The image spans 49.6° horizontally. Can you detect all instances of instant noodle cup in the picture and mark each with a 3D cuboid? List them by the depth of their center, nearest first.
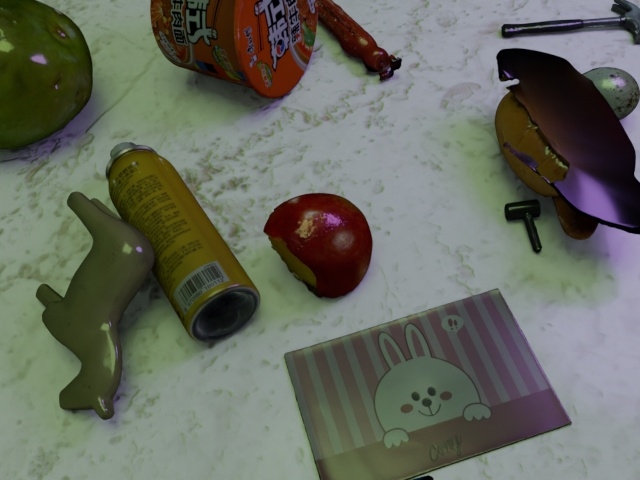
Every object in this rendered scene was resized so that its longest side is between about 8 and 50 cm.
[{"bbox_3d":[-0.144,-0.375,1.144,0.192,0.250,0.250,15,56,25],"label":"instant noodle cup"}]

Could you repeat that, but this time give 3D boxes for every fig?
[{"bbox_3d":[-0.505,-0.233,1.118,0.233,0.233,0.314,39,108,28],"label":"fig"}]

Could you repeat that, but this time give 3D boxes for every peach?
[{"bbox_3d":[0.003,-0.006,0.919,0.151,0.118,0.151,5,59,-8],"label":"peach"}]

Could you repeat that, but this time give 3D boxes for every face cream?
[{"bbox_3d":[-0.209,-0.020,0.957,0.105,0.105,0.349,-29,56,-16],"label":"face cream"}]

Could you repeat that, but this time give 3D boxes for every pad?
[{"bbox_3d":[0.122,0.178,0.841,0.299,0.005,0.202,-15,53,-7],"label":"pad"}]

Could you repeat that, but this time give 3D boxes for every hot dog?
[{"bbox_3d":[0.327,-0.122,0.982,0.193,0.107,0.326,7,53,-6],"label":"hot dog"}]

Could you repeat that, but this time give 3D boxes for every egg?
[{"bbox_3d":[0.434,-0.225,1.069,0.110,0.085,0.085,14,55,29],"label":"egg"}]

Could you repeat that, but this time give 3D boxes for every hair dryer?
[{"bbox_3d":[0.290,-0.018,0.966,0.047,0.026,0.083,-9,60,1],"label":"hair dryer"}]

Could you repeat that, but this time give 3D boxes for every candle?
[{"bbox_3d":[0.033,-0.392,1.254,0.051,0.048,0.329,-19,52,-26],"label":"candle"}]

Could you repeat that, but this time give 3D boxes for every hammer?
[{"bbox_3d":[0.444,-0.386,1.226,0.246,0.029,0.103,-2,53,5],"label":"hammer"}]

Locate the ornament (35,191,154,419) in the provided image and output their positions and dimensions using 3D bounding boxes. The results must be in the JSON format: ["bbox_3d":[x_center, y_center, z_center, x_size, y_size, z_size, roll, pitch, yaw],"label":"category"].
[{"bbox_3d":[-0.291,0.085,0.878,0.244,0.061,0.230,34,93,35],"label":"ornament"}]

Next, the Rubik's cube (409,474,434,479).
[{"bbox_3d":[0.033,0.277,0.633,0.250,0.234,0.284,-36,58,-21],"label":"Rubik's cube"}]
